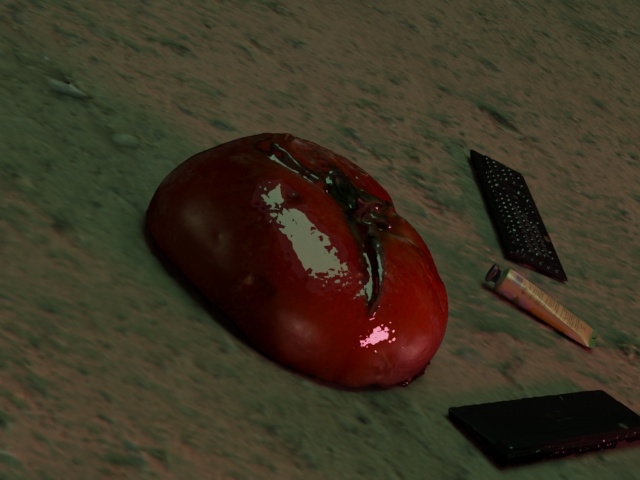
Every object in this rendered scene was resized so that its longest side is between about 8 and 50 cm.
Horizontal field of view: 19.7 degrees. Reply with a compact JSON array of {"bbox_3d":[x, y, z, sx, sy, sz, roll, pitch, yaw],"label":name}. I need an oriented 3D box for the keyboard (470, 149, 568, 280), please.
[{"bbox_3d":[0.173,-0.025,1.626,0.063,0.010,0.198,24,23,-18],"label":"keyboard"}]

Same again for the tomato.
[{"bbox_3d":[0.000,-0.004,1.273,0.228,0.101,0.228,27,21,-11],"label":"tomato"}]

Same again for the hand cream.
[{"bbox_3d":[0.177,0.053,1.462,0.102,0.022,0.035,34,22,-4],"label":"hand cream"}]

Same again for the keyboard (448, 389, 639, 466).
[{"bbox_3d":[0.167,0.130,1.295,0.060,0.018,0.195,37,23,35],"label":"keyboard"}]
